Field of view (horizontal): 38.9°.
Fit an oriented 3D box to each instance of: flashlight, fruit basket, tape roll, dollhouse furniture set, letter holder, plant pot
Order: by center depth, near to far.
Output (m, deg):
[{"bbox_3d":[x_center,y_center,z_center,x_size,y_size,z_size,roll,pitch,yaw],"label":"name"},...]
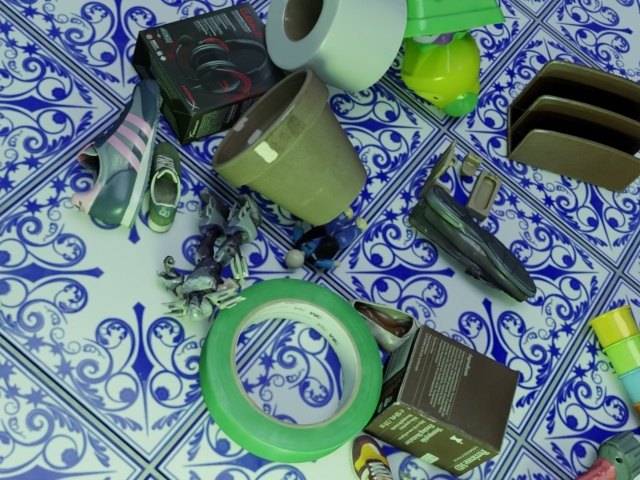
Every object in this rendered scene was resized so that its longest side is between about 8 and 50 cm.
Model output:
[{"bbox_3d":[-0.051,0.226,1.601,0.321,0.077,0.321,9,60,-16],"label":"tape roll"},{"bbox_3d":[0.480,0.447,1.669,0.304,0.103,0.103,-25,71,-29],"label":"flashlight"},{"bbox_3d":[-0.036,-0.155,1.704,0.229,0.263,0.263,44,54,-19],"label":"plant pot"},{"bbox_3d":[0.028,-0.430,1.781,0.169,0.246,0.246,13,57,-37],"label":"tape roll"},{"bbox_3d":[0.319,-0.135,1.910,0.151,0.123,0.144,30,57,-3],"label":"dollhouse furniture set"},{"bbox_3d":[0.214,-0.434,1.951,0.282,0.392,0.392,-14,69,-27],"label":"fruit basket"},{"bbox_3d":[0.602,-0.258,2.031,0.301,0.214,0.152,15,58,-13],"label":"letter holder"}]

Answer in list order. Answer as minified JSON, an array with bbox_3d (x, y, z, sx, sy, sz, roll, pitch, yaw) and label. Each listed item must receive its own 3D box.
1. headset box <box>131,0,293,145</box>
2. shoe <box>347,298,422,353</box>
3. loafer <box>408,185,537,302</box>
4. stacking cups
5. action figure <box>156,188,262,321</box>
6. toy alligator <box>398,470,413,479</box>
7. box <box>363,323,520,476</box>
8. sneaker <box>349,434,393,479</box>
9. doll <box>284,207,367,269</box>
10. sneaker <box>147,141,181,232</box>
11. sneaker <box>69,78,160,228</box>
[{"bbox_3d":[-0.199,-0.347,1.835,0.293,0.110,0.218,-24,73,-30],"label":"headset box"},{"bbox_3d":[0.141,0.171,1.714,0.219,0.058,0.077,25,57,-6],"label":"shoe"},{"bbox_3d":[0.310,0.021,1.858,0.302,0.095,0.109,45,27,1],"label":"loafer"},{"bbox_3d":[0.646,0.294,1.829,0.096,0.096,0.316,-10,70,-25],"label":"stacking cups"},{"bbox_3d":[-0.197,0.035,1.617,0.185,0.099,0.285,-4,44,19],"label":"action figure"},{"bbox_3d":[0.207,0.471,1.584,0.189,0.056,0.051,31,97,-3],"label":"toy alligator"},{"bbox_3d":[0.213,0.287,1.612,0.203,0.168,0.167,27,56,-5],"label":"box"},{"bbox_3d":[0.106,0.417,1.551,0.069,0.084,0.186,-7,66,-24],"label":"sneaker"},{"bbox_3d":[0.000,0.000,1.761,0.129,0.046,0.189,42,54,17],"label":"doll"},{"bbox_3d":[-0.286,-0.116,1.690,0.064,0.086,0.192,8,60,-17],"label":"sneaker"},{"bbox_3d":[-0.376,-0.180,1.677,0.131,0.112,0.319,14,58,-17],"label":"sneaker"}]
